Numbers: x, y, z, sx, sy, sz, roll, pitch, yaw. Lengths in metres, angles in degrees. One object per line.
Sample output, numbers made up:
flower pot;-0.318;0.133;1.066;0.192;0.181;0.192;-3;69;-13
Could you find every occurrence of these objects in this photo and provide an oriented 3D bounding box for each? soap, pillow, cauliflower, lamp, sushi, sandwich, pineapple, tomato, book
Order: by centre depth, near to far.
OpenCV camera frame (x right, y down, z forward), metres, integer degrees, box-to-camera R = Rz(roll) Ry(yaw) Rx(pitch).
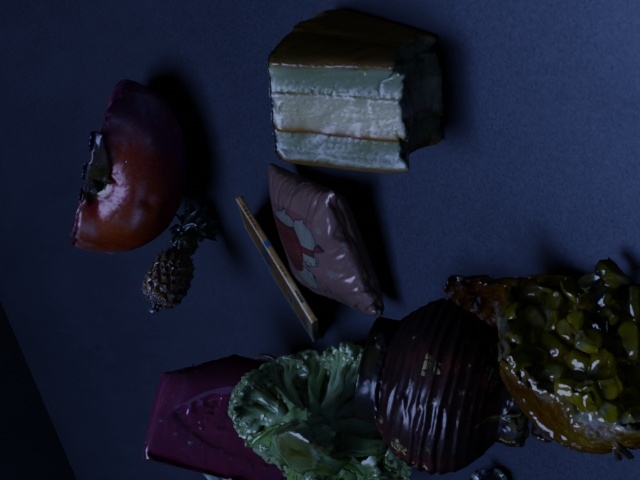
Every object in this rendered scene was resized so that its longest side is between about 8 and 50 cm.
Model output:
sushi;0.290;0.128;1.300;0.296;0.166;0.179;53;170;35
sandwich;0.063;-0.199;1.464;0.198;0.227;0.155;5;121;17
lamp;0.166;0.188;1.475;0.247;0.247;0.247;38;141;39
pillow;0.000;0.000;1.720;0.236;0.084;0.223;19;132;58
cauliflower;0.006;0.301;1.762;0.275;0.250;0.272;-24;92;16
book;-0.069;0.049;1.881;0.242;0.018;0.170;58;173;14
soap;-0.124;0.310;1.943;0.127;0.324;0.220;143;142;-85
tomato;-0.326;-0.131;2.050;0.290;0.176;0.335;-91;18;-62
pineapple;-0.255;0.038;2.051;0.083;0.221;0.103;1;145;37

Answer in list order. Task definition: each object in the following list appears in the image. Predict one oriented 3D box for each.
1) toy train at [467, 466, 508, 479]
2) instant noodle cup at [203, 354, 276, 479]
toy train;0.275;0.418;1.631;0.202;0.060;0.081;57;157;13
instant noodle cup;-0.135;0.352;2.113;0.230;0.182;0.230;36;139;40
